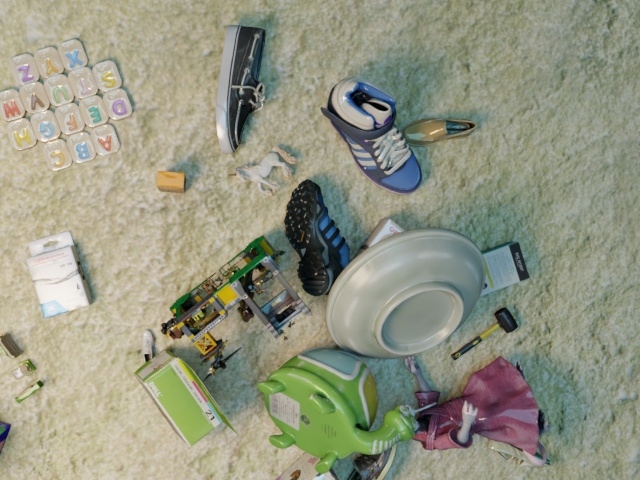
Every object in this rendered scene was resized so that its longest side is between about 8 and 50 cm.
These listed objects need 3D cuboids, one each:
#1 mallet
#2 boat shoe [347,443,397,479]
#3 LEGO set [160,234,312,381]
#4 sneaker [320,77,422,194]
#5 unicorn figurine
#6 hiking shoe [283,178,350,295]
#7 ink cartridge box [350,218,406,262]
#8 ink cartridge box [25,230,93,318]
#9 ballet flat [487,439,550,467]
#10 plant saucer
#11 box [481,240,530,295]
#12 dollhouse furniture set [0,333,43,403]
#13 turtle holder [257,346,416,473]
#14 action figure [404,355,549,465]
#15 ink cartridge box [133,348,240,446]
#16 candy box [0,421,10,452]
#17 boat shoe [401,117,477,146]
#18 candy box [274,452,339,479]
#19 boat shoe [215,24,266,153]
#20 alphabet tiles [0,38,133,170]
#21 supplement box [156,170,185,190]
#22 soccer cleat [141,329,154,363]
[{"bbox_3d":[0.421,0.253,1.735,0.190,0.039,0.062,-42,93,-3],"label":"mallet"},{"bbox_3d":[0.112,0.563,1.659,0.073,0.080,0.223,28,90,-14],"label":"boat shoe"},{"bbox_3d":[-0.170,0.160,1.526,0.331,0.255,0.192,-40,106,-11],"label":"LEGO set"},{"bbox_3d":[0.141,-0.240,1.582,0.130,0.236,0.323,-42,96,-7],"label":"sneaker"},{"bbox_3d":[-0.138,-0.163,1.632,0.111,0.060,0.162,44,67,-7],"label":"unicorn figurine"},{"bbox_3d":[0.000,0.000,1.610,0.132,0.113,0.304,16,55,-42],"label":"hiking shoe"},{"bbox_3d":[0.157,0.060,1.665,0.140,0.082,0.190,37,87,-6],"label":"ink cartridge box"},{"bbox_3d":[-0.600,0.076,1.548,0.104,0.060,0.180,-17,93,-9],"label":"ink cartridge box"},{"bbox_3d":[0.505,0.549,1.742,0.168,0.057,0.052,28,96,1],"label":"ballet flat"},{"bbox_3d":[0.212,0.154,1.552,0.401,0.100,0.400,-11,130,-13],"label":"plant saucer"},{"bbox_3d":[0.396,0.087,1.714,0.244,0.060,0.100,-19,94,-9],"label":"box"},{"bbox_3d":[-0.694,0.285,1.525,0.059,0.076,0.151,-35,96,-8],"label":"dollhouse furniture set"},{"bbox_3d":[0.035,0.359,1.536,0.227,0.320,0.243,-35,106,-45],"label":"turtle holder"},{"bbox_3d":[0.343,0.431,1.665,0.370,0.248,0.275,-17,119,-5],"label":"action figure"},{"bbox_3d":[-0.298,0.355,1.484,0.097,0.255,0.188,-36,104,-20],"label":"ink cartridge box"},{"bbox_3d":[-0.849,0.412,1.402,0.317,0.268,0.122,20,84,-9],"label":"candy box"},{"bbox_3d":[0.296,-0.279,1.691,0.190,0.072,0.068,-12,92,-9],"label":"boat shoe"},{"bbox_3d":[-0.054,0.593,1.588,0.196,0.165,0.070,-40,97,-7],"label":"candy box"},{"bbox_3d":[-0.178,-0.352,1.592,0.105,0.113,0.306,5,80,5],"label":"boat shoe"},{"bbox_3d":[-0.591,-0.314,1.569,0.284,0.021,0.278,-20,94,-9],"label":"alphabet tiles"},{"bbox_3d":[-0.345,-0.134,1.571,0.062,0.098,0.036,4,86,-8],"label":"supplement box"},{"bbox_3d":[-0.406,0.253,1.593,0.029,0.035,0.083,-2,91,-9],"label":"soccer cleat"}]
